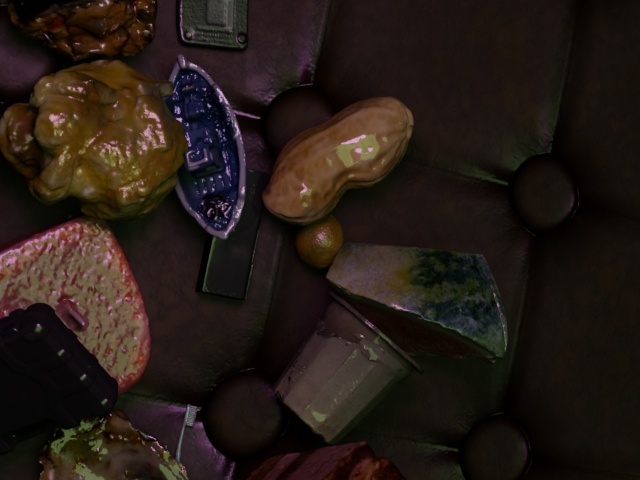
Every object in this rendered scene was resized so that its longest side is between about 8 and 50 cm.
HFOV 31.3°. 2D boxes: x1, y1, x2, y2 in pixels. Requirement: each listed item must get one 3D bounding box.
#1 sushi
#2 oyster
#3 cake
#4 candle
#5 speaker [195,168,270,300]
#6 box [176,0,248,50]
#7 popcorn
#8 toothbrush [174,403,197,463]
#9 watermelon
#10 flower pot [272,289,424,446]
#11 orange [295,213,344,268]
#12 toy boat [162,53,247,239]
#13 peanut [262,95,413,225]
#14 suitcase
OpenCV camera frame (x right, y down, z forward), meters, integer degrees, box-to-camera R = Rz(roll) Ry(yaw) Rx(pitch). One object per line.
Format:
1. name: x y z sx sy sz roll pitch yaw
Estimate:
1. sushi: -0.367 -0.371 1.741 0.213 0.200 0.204 -20 98 -45
2. oyster: -0.287 0.416 1.823 0.361 0.096 0.221 31 77 -11
3. cake: 0.008 0.452 1.824 0.198 0.293 0.196 -38 106 -52
4. candle: -0.393 0.094 1.771 0.317 0.131 0.287 26 78 -21
5. speaker: -0.145 -0.013 1.911 0.082 0.044 0.218 14 85 -21
6. box: -0.179 -0.383 1.905 0.125 0.027 0.126 1 90 -22
7. popcorn: -0.334 -0.143 1.712 0.276 0.276 0.226 11 114 -22
8. toothbrush: -0.238 0.380 1.892 0.019 0.016 0.220 14 85 -8
9. watermelon: 0.165 0.108 1.942 0.310 0.232 0.193 7 89 6
10. flower pot: 0.028 0.219 1.911 0.202 0.212 0.212 -46 106 -5
11. orange: 0.000 0.000 1.946 0.085 0.085 0.095 15 100 -21
12. toy boat: -0.186 -0.148 1.821 0.129 0.142 0.309 -14 82 5
13. peanut: 0.030 -0.136 1.928 0.305 0.147 0.147 -31 101 -17
14. suitcase: -0.462 0.215 1.670 0.285 0.066 0.206 -23 123 18
